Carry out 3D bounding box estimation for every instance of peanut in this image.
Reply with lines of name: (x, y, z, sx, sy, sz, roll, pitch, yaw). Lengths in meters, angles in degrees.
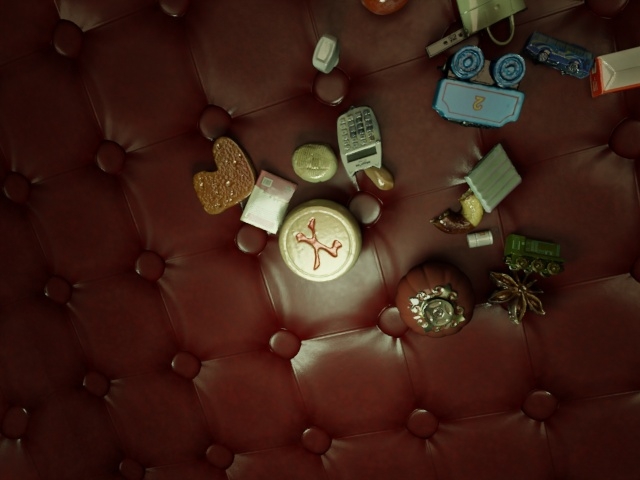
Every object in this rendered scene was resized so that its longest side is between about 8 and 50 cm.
peanut: (0.229, -0.259, 1.767, 0.076, 0.076, 0.152, -44, 88, 15)

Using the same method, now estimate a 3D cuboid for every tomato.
tomato: (0.225, -0.896, 1.562, 0.207, 0.184, 0.208, 2, 102, 9)

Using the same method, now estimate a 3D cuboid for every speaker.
speaker: (0.475, -0.722, 1.635, 0.191, 0.046, 0.040, -25, 99, 14)

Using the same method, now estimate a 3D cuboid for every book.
book: (-0.212, -0.156, 1.866, 0.162, 0.022, 0.232, 23, 107, -13)

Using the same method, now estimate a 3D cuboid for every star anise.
star anise: (0.759, 0.217, 1.778, 0.214, 0.099, 0.220, -10, 81, 7)

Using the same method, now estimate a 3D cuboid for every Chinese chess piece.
Chinese chess piece: (0.000, 0.000, 1.828, 0.337, 0.140, 0.339, 2, 104, 9)

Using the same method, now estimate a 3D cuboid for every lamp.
lamp: (0.442, 0.227, 1.750, 0.302, 0.257, 0.304, 2, 105, 9)

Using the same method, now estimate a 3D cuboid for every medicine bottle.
medicine bottle: (0.026, -0.673, 1.645, 0.069, 0.183, 0.119, 24, 105, 4)
medicine bottle: (0.624, -0.006, 1.771, 0.089, 0.057, 0.057, -11, 101, 11)

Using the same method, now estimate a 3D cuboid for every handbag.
handbag: (0.581, -0.828, 1.566, 0.241, 0.109, 0.316, -26, 107, -3)

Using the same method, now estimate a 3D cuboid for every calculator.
calculator: (0.148, -0.386, 1.730, 0.177, 0.040, 0.268, -12, 87, 27)

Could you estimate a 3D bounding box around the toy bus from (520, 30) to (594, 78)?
toy bus: (0.828, -0.647, 1.580, 0.236, 0.079, 0.094, 22, 104, 3)

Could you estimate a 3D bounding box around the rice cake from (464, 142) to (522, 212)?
rice cake: (0.647, -0.233, 1.688, 0.198, 0.037, 0.189, -36, 96, -13)

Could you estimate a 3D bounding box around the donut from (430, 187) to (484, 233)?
donut: (0.554, -0.100, 1.746, 0.141, 0.085, 0.217, 42, 104, -2)

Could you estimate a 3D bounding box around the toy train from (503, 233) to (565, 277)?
toy train: (0.816, 0.059, 1.730, 0.225, 0.090, 0.137, 10, 78, 2)

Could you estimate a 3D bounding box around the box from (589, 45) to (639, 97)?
box: (1.036, -0.579, 1.555, 0.182, 0.099, 0.133, -11, 98, 13)

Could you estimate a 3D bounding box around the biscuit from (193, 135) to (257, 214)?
biscuit: (-0.407, -0.268, 1.873, 0.277, 0.052, 0.262, -30, 98, 11)

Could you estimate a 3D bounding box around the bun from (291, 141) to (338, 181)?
bun: (-0.022, -0.307, 1.783, 0.188, 0.111, 0.164, 2, 86, 11)

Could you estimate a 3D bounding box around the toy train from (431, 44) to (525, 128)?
toy train: (0.551, -0.534, 1.599, 0.300, 0.188, 0.265, 12, 109, 5)
